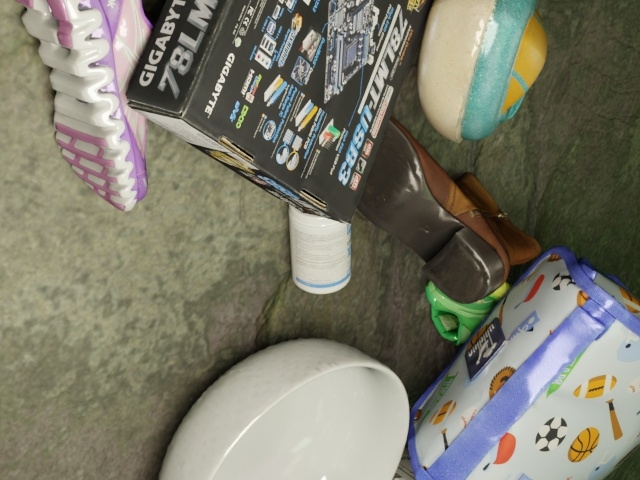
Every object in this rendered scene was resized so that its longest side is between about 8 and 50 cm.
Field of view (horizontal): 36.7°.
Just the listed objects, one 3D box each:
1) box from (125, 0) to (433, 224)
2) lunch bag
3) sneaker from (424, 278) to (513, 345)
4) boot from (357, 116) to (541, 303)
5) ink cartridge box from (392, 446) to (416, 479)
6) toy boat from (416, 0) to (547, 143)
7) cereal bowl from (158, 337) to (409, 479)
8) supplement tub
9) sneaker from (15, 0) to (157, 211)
[{"bbox_3d":[-0.011,-0.195,0.878,0.293,0.073,0.296,30,80,-59],"label":"box"},{"bbox_3d":[0.297,0.192,1.251,0.328,0.239,0.385,-51,154,13],"label":"lunch bag"},{"bbox_3d":[0.222,0.093,1.387,0.123,0.109,0.295,-30,147,11],"label":"sneaker"},{"bbox_3d":[0.153,-0.063,1.154,0.096,0.264,0.280,-48,170,24],"label":"boot"},{"bbox_3d":[0.123,0.365,1.363,0.148,0.203,0.086,16,101,-51],"label":"ink cartridge box"},{"bbox_3d":[0.210,-0.257,1.039,0.267,0.148,0.318,23,86,-80],"label":"toy boat"},{"bbox_3d":[-0.058,0.255,1.143,0.339,0.141,0.339,-27,133,-33],"label":"cereal bowl"},{"bbox_3d":[0.000,0.000,1.089,0.071,0.071,0.107,-28,134,-32],"label":"supplement tub"},{"bbox_3d":[-0.170,-0.135,0.805,0.104,0.095,0.236,-37,137,-35],"label":"sneaker"}]
